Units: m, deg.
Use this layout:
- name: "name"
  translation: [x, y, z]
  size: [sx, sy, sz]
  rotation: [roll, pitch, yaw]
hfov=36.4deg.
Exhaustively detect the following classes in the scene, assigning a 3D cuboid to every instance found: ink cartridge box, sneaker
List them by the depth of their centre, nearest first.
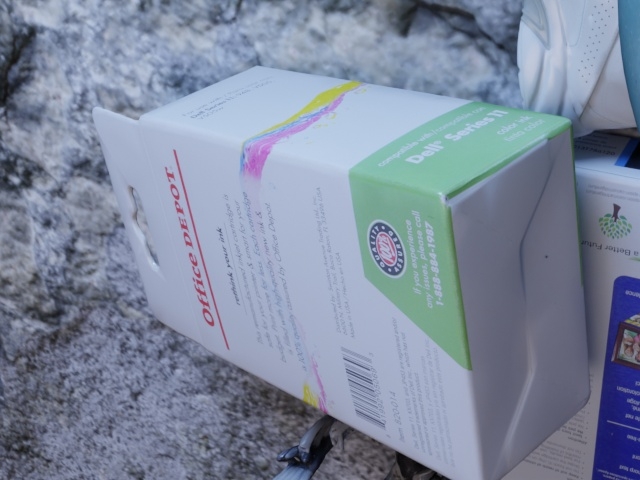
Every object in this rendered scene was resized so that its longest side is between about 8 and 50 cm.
- name: "sneaker"
  translation: [0.159, -0.163, 0.531]
  size: [0.115, 0.090, 0.232]
  rotation: [-1, 129, 25]
- name: "ink cartridge box"
  translation: [0.000, 0.000, 0.675]
  size: [0.353, 0.119, 0.207]
  rotation: [19, 130, 44]
- name: "ink cartridge box"
  translation: [0.196, 0.086, 0.684]
  size: [0.165, 0.065, 0.333]
  rotation: [14, 125, 25]

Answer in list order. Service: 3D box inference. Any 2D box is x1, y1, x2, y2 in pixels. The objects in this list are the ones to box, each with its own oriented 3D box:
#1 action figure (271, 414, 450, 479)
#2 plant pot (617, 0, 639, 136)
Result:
- name: "action figure"
  translation: [0.054, 0.202, 0.805]
  size: [0.164, 0.141, 0.276]
  rotation: [10, 127, 41]
- name: "plant pot"
  translation: [0.240, -0.128, 0.387]
  size: [0.293, 0.293, 0.196]
  rotation: [-44, 66, 43]
